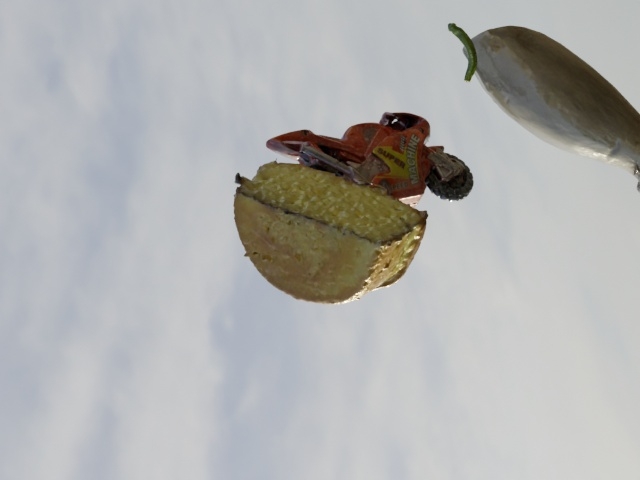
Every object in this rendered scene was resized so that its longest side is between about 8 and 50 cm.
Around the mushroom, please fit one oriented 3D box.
[{"bbox_3d":[0.350,-0.181,1.864,0.350,0.128,0.128,32,-162,4],"label":"mushroom"}]

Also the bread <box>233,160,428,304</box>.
[{"bbox_3d":[0.000,0.000,1.647,0.143,0.229,0.139,-31,-42,-59],"label":"bread"}]

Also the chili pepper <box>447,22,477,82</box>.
[{"bbox_3d":[0.190,-0.251,1.803,0.017,0.030,0.083,-12,-102,-67],"label":"chili pepper"}]

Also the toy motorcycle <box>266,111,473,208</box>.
[{"bbox_3d":[0.077,-0.105,1.949,0.298,0.089,0.171,-10,-113,-30],"label":"toy motorcycle"}]
